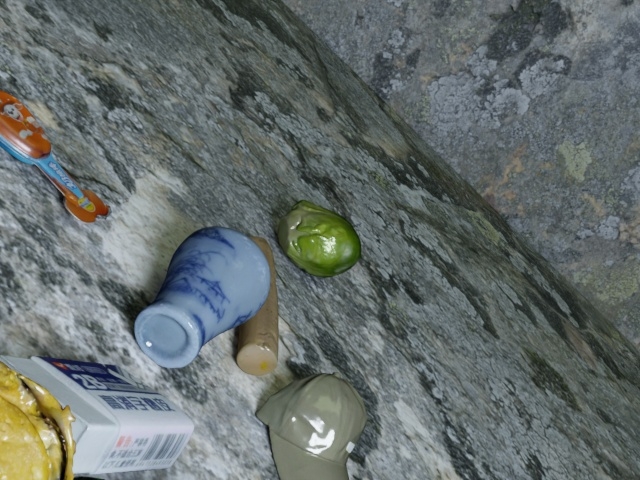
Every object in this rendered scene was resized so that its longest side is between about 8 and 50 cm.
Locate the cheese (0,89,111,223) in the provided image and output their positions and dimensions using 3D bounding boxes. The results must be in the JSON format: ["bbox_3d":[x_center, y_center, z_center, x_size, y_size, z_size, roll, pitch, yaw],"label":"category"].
[{"bbox_3d":[-0.379,-0.119,1.334,0.256,0.037,0.106,46,22,-2],"label":"cheese"}]

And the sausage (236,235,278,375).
[{"bbox_3d":[-0.096,0.090,1.497,0.066,0.066,0.301,38,24,-24],"label":"sausage"}]

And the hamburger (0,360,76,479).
[{"bbox_3d":[-0.312,0.193,0.683,0.318,0.158,0.319,30,41,-31],"label":"hamburger"}]

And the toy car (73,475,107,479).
[{"bbox_3d":[-0.133,0.300,0.945,0.306,0.125,0.136,31,26,-41],"label":"toy car"}]

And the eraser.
[{"bbox_3d":[-0.224,0.171,0.975,0.124,0.068,0.210,33,1,22],"label":"eraser"}]

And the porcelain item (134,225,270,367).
[{"bbox_3d":[-0.151,0.070,1.327,0.141,0.141,0.259,46,28,-6],"label":"porcelain item"}]

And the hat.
[{"bbox_3d":[0.022,0.271,1.326,0.166,0.144,0.173,26,7,-41],"label":"hat"}]

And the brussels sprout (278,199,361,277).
[{"bbox_3d":[-0.001,0.004,1.765,0.155,0.117,0.155,14,23,-6],"label":"brussels sprout"}]
